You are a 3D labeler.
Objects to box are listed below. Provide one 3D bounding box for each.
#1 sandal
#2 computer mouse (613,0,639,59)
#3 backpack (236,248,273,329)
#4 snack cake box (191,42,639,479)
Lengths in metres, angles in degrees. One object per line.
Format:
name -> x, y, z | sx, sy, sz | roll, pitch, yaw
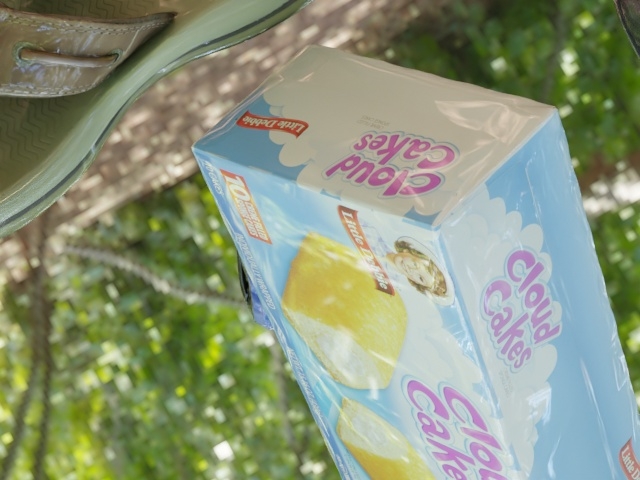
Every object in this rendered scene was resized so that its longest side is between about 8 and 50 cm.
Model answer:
sandal -> -0.115, -0.107, 0.782 | 0.303, 0.120, 0.086 | -38, 151, -8
computer mouse -> 0.247, -0.102, 0.752 | 0.272, 0.188, 0.072 | 8, 168, -30
backpack -> 0.000, 0.000, 1.038 | 0.098, 0.101, 0.120 | -58, 154, -49
snack cake box -> 0.059, 0.045, 0.843 | 0.152, 0.264, 0.089 | 22, -125, 42
